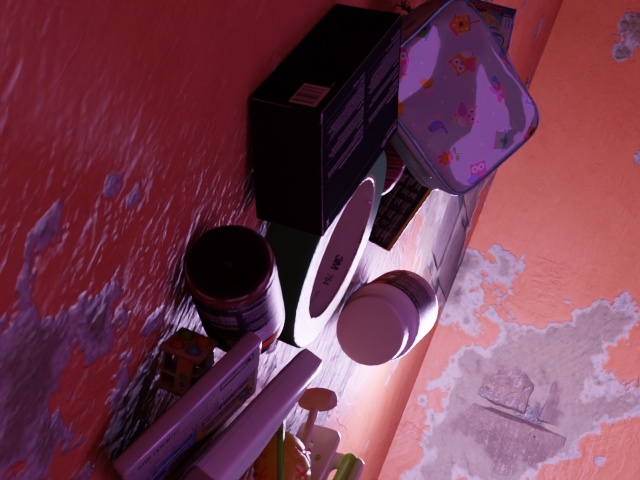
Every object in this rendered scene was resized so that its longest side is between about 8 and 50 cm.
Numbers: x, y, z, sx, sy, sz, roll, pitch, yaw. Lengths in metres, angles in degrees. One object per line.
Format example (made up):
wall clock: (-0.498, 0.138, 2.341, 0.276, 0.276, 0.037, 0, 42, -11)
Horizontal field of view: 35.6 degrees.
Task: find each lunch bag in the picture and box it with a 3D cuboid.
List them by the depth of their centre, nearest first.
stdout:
lunch bag: (0.185, -0.219, 1.526, 0.224, 0.279, 0.108, -42, -156, -6)

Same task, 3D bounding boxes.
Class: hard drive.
hard drive: (-0.129, 0.306, 1.378, 0.233, 0.047, 0.353, -56, 173, 27)

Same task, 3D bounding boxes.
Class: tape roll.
tape roll: (0.000, 0.000, 1.482, 0.321, 0.077, 0.321, 22, 90, -77)

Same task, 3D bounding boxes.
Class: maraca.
maraca: (-0.067, 0.381, 1.740, 0.127, 0.099, 0.186, 94, -5, -59)

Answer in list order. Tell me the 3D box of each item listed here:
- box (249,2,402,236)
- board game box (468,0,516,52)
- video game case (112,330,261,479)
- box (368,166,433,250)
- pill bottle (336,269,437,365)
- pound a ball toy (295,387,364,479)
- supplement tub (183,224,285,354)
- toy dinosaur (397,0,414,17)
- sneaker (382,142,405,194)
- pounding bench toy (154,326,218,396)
box: (0.013, -0.159, 1.276, 0.261, 0.103, 0.184, -55, 151, -45)
board game box: (0.278, -0.351, 1.849, 0.201, 0.136, 0.035, 92, 21, -46)
video game case: (-0.152, 0.215, 1.173, 0.212, 0.023, 0.193, -44, 165, -22)
box: (0.195, -0.160, 1.834, 0.257, 0.079, 0.322, -63, -179, -33)
pill bottle: (0.136, 0.157, 2.039, 0.283, 0.161, 0.161, -21, 129, -71)
pound a ball toy: (-0.050, 0.454, 1.886, 0.208, 0.136, 0.319, 55, 52, -42)
supplement tub: (-0.098, 0.071, 1.194, 0.198, 0.106, 0.106, 85, 29, -60)
toy dinosaur: (0.145, -0.355, 1.581, 0.047, 0.090, 0.082, -65, -147, 22)
sneaker: (0.120, -0.190, 1.642, 0.111, 0.103, 0.252, -14, 123, -71)
pounding bench toy: (-0.151, 0.137, 1.189, 0.083, 0.052, 0.065, -44, 150, -60)
